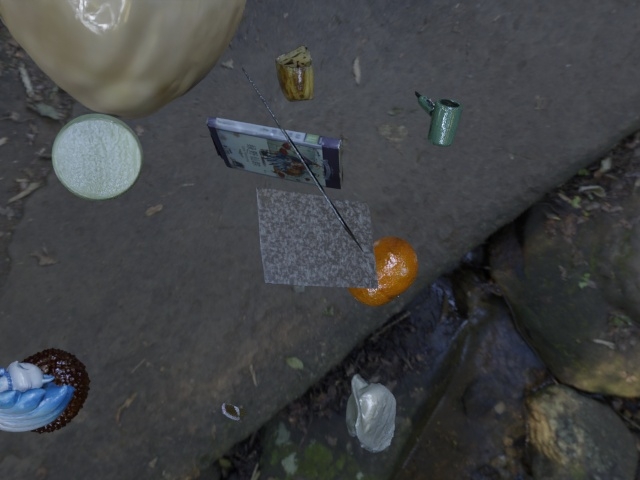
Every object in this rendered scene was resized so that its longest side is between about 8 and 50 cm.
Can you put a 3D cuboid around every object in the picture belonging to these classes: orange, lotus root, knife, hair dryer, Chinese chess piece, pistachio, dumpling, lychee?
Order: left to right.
[{"bbox_3d":[-0.411,0.227,0.939,0.123,0.123,0.129,36,139,-9],"label":"lychee"},{"bbox_3d":[-0.637,-0.237,1.802,0.250,0.101,0.250,-4,104,-17],"label":"Chinese chess piece"},{"bbox_3d":[-0.151,-0.245,0.443,0.214,0.193,0.318,-1,121,-21],"label":"pistachio"},{"bbox_3d":[-0.240,0.484,1.769,0.022,0.256,0.046,-25,71,-2],"label":"knife"},{"bbox_3d":[-0.063,-0.421,1.613,0.095,0.159,0.135,-6,114,0],"label":"lotus root"},{"bbox_3d":[0.100,0.376,1.336,0.092,0.150,0.176,12,122,23],"label":"dumpling"},{"bbox_3d":[0.178,0.092,1.797,0.224,0.224,0.170,-36,100,3],"label":"orange"},{"bbox_3d":[0.191,-0.226,1.086,0.047,0.150,0.071,-2,126,-20],"label":"hair dryer"}]

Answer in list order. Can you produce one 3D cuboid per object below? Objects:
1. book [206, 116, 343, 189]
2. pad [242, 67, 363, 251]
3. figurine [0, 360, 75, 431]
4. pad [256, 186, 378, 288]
[{"bbox_3d":[-0.075,-0.149,1.102,0.231,0.157,0.026,12,71,8],"label":"book"},{"bbox_3d":[-0.007,-0.056,0.533,0.003,0.211,0.143,-33,81,3],"label":"pad"},{"bbox_3d":[-0.332,0.177,0.718,0.114,0.114,0.079,-7,79,-3],"label":"figurine"},{"bbox_3d":[0.000,0.000,1.032,0.235,0.003,0.158,5,72,-37],"label":"pad"}]
